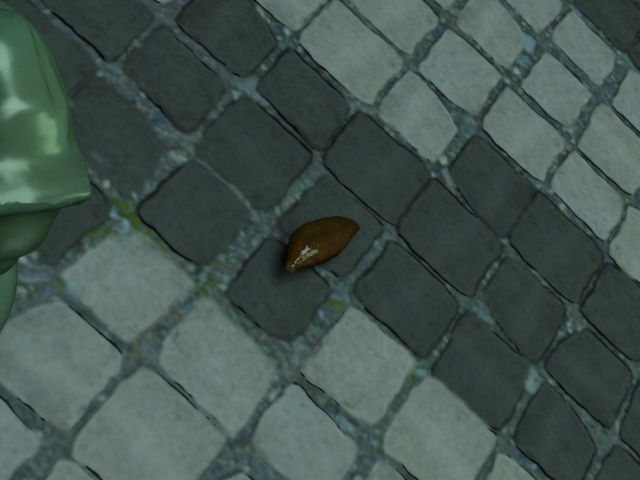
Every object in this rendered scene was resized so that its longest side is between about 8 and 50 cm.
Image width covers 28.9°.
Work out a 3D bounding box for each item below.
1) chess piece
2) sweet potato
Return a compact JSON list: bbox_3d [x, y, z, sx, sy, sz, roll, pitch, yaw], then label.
[{"bbox_3d":[-0.210,-0.036,0.644,0.176,0.298,0.175,15,58,-26],"label":"chess piece"},{"bbox_3d":[0.000,0.000,0.938,0.034,0.034,0.095,54,38,5],"label":"sweet potato"}]
